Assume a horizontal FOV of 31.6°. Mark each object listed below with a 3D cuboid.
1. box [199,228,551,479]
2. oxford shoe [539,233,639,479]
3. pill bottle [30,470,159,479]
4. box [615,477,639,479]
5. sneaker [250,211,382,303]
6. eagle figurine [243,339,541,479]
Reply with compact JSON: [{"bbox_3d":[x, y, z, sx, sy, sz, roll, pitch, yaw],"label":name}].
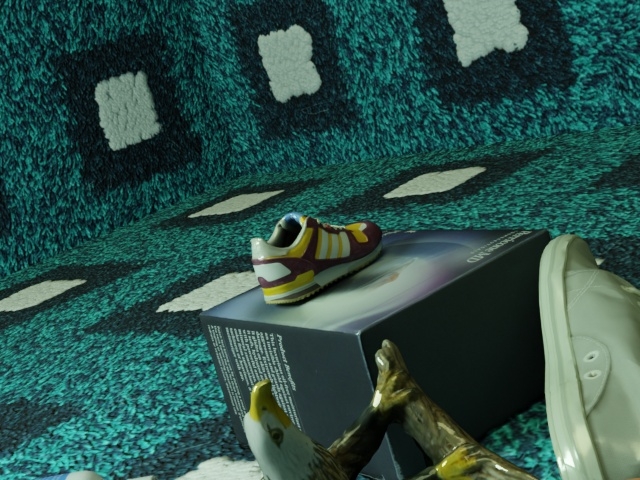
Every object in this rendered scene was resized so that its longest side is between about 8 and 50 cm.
[{"bbox_3d":[0.078,0.111,1.277,0.296,0.183,0.294,-26,17,-35],"label":"box"},{"bbox_3d":[0.274,0.118,1.037,0.130,0.169,0.449,-16,19,13],"label":"oxford shoe"},{"bbox_3d":[-0.254,0.282,1.046,0.221,0.124,0.124,-11,12,2],"label":"pill bottle"},{"bbox_3d":[0.202,0.234,0.774,0.170,0.091,0.130,-12,13,20],"label":"box"},{"bbox_3d":[0.000,0.000,1.237,0.069,0.084,0.185,-5,18,42],"label":"sneaker"},{"bbox_3d":[-0.034,0.181,0.685,0.298,0.225,0.226,-31,5,-21],"label":"eagle figurine"}]
